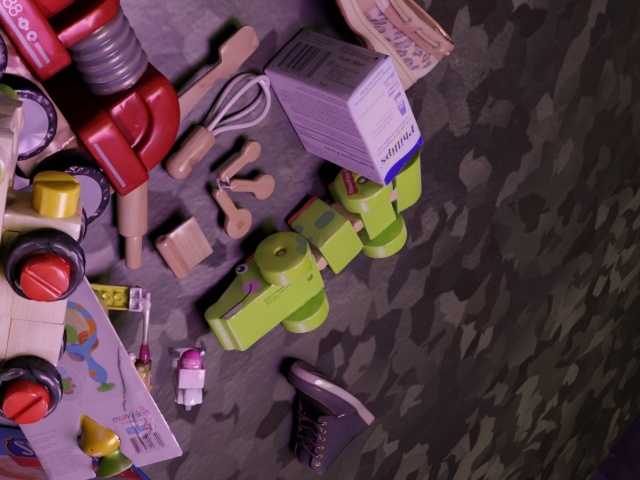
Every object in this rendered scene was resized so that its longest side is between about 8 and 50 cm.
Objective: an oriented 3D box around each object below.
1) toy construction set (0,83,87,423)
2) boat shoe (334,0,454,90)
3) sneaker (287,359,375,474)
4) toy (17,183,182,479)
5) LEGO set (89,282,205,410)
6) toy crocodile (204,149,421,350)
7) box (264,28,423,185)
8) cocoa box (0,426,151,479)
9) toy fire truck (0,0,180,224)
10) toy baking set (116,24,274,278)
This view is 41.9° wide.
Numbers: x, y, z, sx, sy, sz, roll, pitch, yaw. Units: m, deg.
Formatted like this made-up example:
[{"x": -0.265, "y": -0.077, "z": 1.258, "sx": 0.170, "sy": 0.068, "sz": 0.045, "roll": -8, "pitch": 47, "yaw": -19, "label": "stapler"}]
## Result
[{"x": -0.268, "y": 0.019, "z": 0.544, "sx": 0.215, "sy": 0.151, "sz": 0.328, "roll": 9, "pitch": 134, "yaw": -18, "label": "toy construction set"}, {"x": 0.059, "y": -0.260, "z": 0.865, "sx": 0.089, "sy": 0.105, "sz": 0.285, "roll": -30, "pitch": 153, "yaw": 11, "label": "boat shoe"}, {"x": -0.004, "y": 0.253, "z": 1.156, "sx": 0.118, "sy": 0.083, "sz": 0.222, "roll": -52, "pitch": 143, "yaw": -9, "label": "sneaker"}, {"x": -0.208, "y": 0.077, "z": 0.671, "sx": 0.237, "sy": 0.136, "sz": 0.056, "roll": 67, "pitch": 23, "yaw": -10, "label": "toy"}, {"x": -0.251, "y": 0.097, "z": 0.767, "sx": 0.286, "sy": 0.132, "sz": 0.107, "roll": 2, "pitch": 96, "yaw": -24, "label": "LEGO set"}, {"x": 0.000, "y": 0.000, "z": 0.997, "sx": 0.340, "sy": 0.105, "sz": 0.115, "roll": -42, "pitch": 139, "yaw": -15, "label": "toy crocodile"}, {"x": 0.027, "y": -0.143, "z": 0.901, "sx": 0.072, "sy": 0.126, "sz": 0.137, "roll": -49, "pitch": 142, "yaw": -16, "label": "box"}, {"x": -0.298, "y": 0.383, "z": 0.791, "sx": 0.231, "sy": 0.228, "sz": 0.347, "roll": 30, "pitch": 90, "yaw": -53, "label": "cocoa box"}, {"x": -0.178, "y": -0.170, "z": 0.661, "sx": 0.246, "sy": 0.158, "sz": 0.217, "roll": -38, "pitch": 138, "yaw": -11, "label": "toy fire truck"}, {"x": -0.125, "y": -0.085, "z": 0.851, "sx": 0.196, "sy": 0.030, "sz": 0.256, "roll": -27, "pitch": 132, "yaw": -39, "label": "toy baking set"}]
